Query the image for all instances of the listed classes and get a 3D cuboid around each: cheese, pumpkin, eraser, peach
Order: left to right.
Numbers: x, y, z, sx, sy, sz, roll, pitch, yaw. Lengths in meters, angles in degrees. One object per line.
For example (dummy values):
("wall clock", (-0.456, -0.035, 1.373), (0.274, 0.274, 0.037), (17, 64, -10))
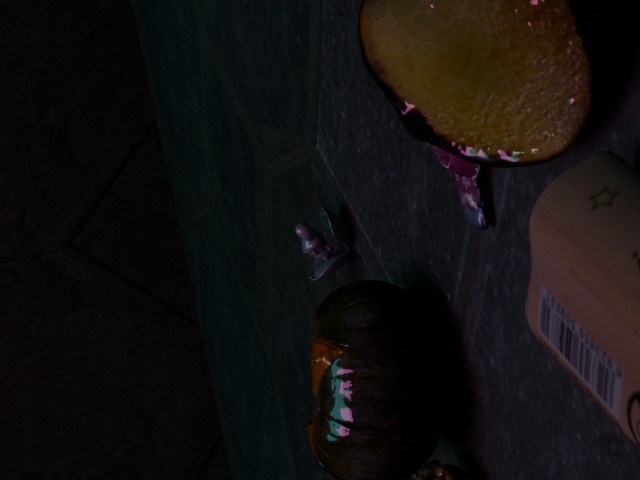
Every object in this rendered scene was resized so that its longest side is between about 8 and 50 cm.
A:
("pumpkin", (0.065, 0.163, 1.163), (0.238, 0.159, 0.237), (4, -90, -89))
("cheese", (0.133, -0.080, 0.960), (0.095, 0.038, 0.145), (-146, 40, -71))
("peach", (0.122, -0.149, 0.743), (0.068, 0.189, 0.279), (-61, 0, -21))
("eraser", (0.233, 0.080, 0.633), (0.290, 0.087, 0.171), (-124, 24, -56))

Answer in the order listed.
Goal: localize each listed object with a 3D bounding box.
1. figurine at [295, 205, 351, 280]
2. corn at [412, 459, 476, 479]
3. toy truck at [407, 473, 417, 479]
("figurine", (0.000, 0.000, 1.415), (0.086, 0.082, 0.094), (59, 176, -15))
("corn", (0.175, 0.365, 1.053), (0.097, 0.097, 0.319), (94, 156, -46))
("toy truck", (0.109, 0.391, 1.336), (0.115, 0.080, 0.177), (107, 151, -42))
